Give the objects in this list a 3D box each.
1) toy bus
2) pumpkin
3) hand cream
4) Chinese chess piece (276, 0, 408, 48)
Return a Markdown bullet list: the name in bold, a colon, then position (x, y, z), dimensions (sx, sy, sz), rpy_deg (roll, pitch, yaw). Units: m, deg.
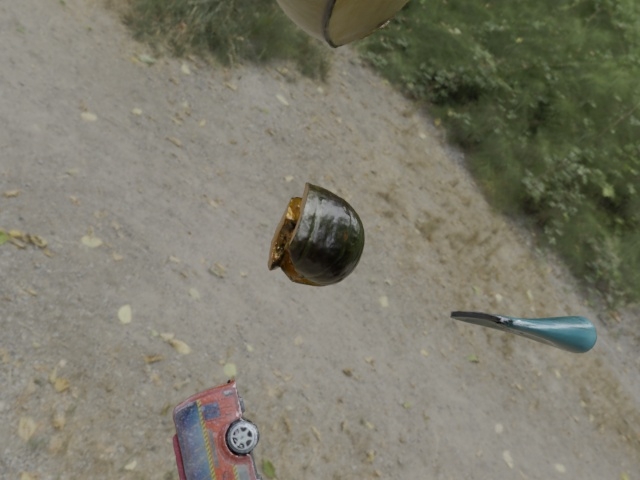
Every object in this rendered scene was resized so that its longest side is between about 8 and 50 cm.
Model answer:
- **toy bus**: position (-0.081, 0.224, 0.551), dimensions (0.065, 0.077, 0.192), rpy_deg (121, -45, -75)
- **pumpkin**: position (0.000, 0.000, 0.796), dimensions (0.108, 0.119, 0.183), rpy_deg (15, -6, -13)
- **hand cream**: position (0.260, 0.105, 0.749), dimensions (0.224, 0.048, 0.083), rpy_deg (12, -7, -33)
- **Chinese chess piece**: position (0.060, -0.315, 0.617), dimensions (0.104, 0.257, 0.257), rpy_deg (49, 25, 6)
